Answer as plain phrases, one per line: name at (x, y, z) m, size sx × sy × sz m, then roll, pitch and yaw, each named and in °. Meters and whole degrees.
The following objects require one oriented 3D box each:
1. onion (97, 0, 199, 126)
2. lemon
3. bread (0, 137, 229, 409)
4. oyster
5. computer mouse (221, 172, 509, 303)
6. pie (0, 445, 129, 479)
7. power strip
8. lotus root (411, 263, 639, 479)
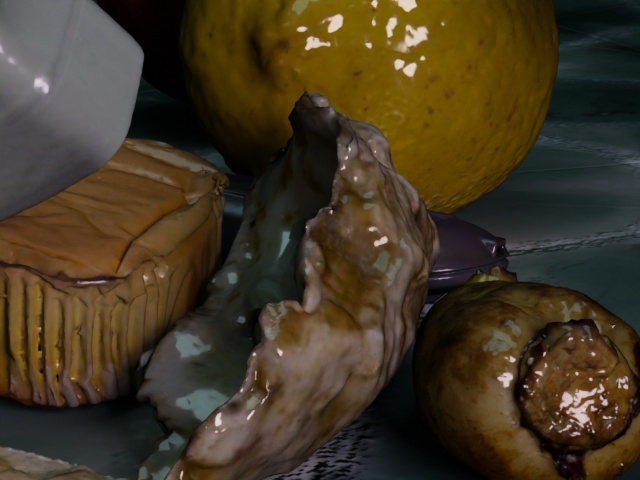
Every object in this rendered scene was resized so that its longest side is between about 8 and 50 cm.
onion at (-0.062, -0.219, 1.456) m, size 0.276 × 0.276 × 0.276 m, roll -1°, pitch 17°, yaw 0°
lemon at (0.040, -0.132, 1.151) m, size 0.253 × 0.253 × 0.310 m, roll 9°, pitch 3°, yaw 29°
bread at (-0.127, 0.018, 0.904) m, size 0.132 × 0.114 × 0.190 m, roll 14°, pitch 29°, yaw 15°
oyster at (-0.003, 0.021, 0.829) m, size 0.110 × 0.166 × 0.341 m, roll 33°, pitch 17°, yaw -4°
computer mouse at (-0.001, 0.001, 1.022) m, size 0.232 × 0.057 × 0.120 m, roll 12°, pitch 10°, yaw 19°
pie at (-0.188, 0.125, 0.653) m, size 0.218 × 0.052 × 0.185 m, roll 8°, pitch 17°, yaw 21°
power strip at (-0.226, -0.050, 0.794) m, size 0.261 × 0.141 × 0.229 m, roll -31°, pitch 35°, yaw 29°
lotus root at (0.093, 0.061, 0.794) m, size 0.108 × 0.094 × 0.191 m, roll 20°, pitch 5°, yaw -11°
